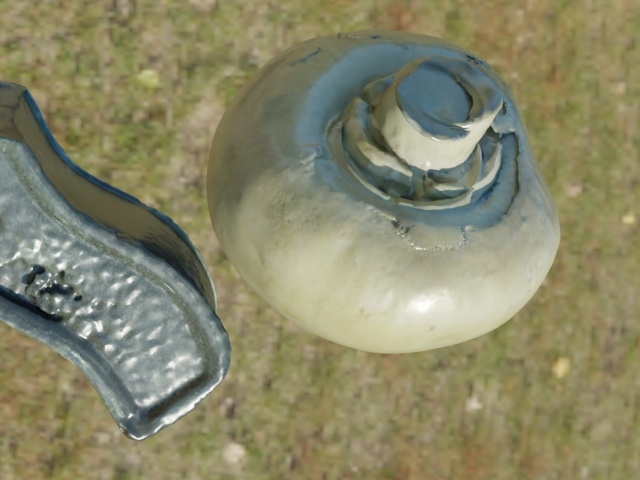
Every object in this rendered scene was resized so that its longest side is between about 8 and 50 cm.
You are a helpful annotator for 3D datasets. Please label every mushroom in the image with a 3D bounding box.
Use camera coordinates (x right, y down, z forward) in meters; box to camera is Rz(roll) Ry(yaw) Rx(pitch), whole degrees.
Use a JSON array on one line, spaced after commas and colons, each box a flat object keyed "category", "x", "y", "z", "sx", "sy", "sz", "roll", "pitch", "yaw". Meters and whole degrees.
[{"category": "mushroom", "x": 0.053, "y": -0.044, "z": 1.042, "sx": 0.246, "sy": 0.246, "sz": 0.202, "roll": -62, "pitch": -175, "yaw": -36}]

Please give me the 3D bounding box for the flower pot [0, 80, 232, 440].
[{"category": "flower pot", "x": -0.154, "y": 0.010, "z": 0.958, "sx": 0.229, "sy": 0.103, "sz": 0.108, "roll": 44, "pitch": 7, "yaw": -21}]
